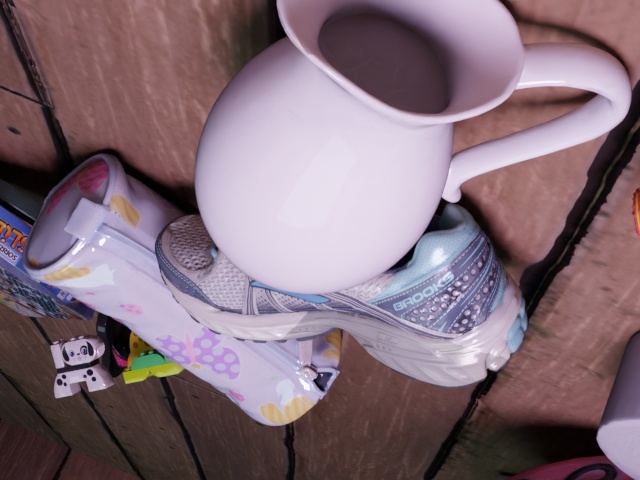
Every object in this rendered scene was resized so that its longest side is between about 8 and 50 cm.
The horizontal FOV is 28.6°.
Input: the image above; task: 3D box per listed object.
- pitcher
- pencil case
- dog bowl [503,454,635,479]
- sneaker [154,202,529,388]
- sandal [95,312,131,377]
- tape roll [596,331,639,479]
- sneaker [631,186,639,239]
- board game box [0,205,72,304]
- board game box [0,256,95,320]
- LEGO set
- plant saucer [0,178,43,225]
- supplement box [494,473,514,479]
[{"bbox_3d":[0.036,-0.048,0.622,0.178,0.125,0.207,13,152,-13],"label":"pitcher"},{"bbox_3d":[-0.105,0.045,1.009,0.273,0.113,0.124,38,-175,-30],"label":"pencil case"},{"bbox_3d":[0.270,0.344,1.098,0.408,0.150,0.408,4,134,4],"label":"dog bowl"},{"bbox_3d":[0.000,0.000,0.836,0.283,0.110,0.122,9,138,32],"label":"sneaker"},{"bbox_3d":[-0.223,0.114,1.425,0.040,0.067,0.179,12,158,2],"label":"sandal"},{"bbox_3d":[0.300,0.137,0.840,0.219,0.072,0.219,22,162,8],"label":"tape roll"},{"bbox_3d":[0.222,0.015,0.653,0.175,0.064,0.067,31,141,-34],"label":"sneaker"},{"bbox_3d":[-0.299,-0.025,1.078,0.201,0.035,0.136,35,171,7],"label":"board game box"},{"bbox_3d":[-0.371,0.009,1.353,0.243,0.042,0.165,37,158,-32],"label":"board game box"},{"bbox_3d":[-0.149,0.077,1.200,0.227,0.093,0.087,-13,-176,19],"label":"LEGO set"},{"bbox_3d":[-0.265,-0.035,1.084,0.192,0.018,0.067,25,166,44],"label":"plant saucer"},{"bbox_3d":[0.282,0.355,1.380,0.220,0.111,0.114,35,159,-27],"label":"supplement box"}]
